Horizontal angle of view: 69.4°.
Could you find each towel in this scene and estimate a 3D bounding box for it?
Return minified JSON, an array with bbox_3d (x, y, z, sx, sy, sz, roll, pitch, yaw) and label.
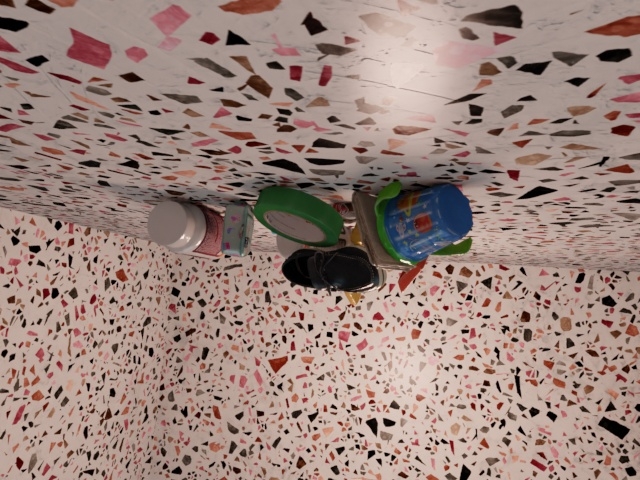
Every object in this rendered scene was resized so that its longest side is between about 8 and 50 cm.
[{"bbox_3d":[0.208,-0.028,1.527,0.187,0.282,0.049,10,145,-36],"label":"towel"}]

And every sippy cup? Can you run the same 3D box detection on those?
[{"bbox_3d":[0.331,-0.062,1.415,0.305,0.240,0.224,-5,169,-36],"label":"sippy cup"}]

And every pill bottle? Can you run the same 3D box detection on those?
[{"bbox_3d":[0.000,0.000,2.091,0.363,0.210,0.210,10,171,-39],"label":"pill bottle"},{"bbox_3d":[-0.565,-0.043,2.040,0.224,0.224,0.392,2,172,16],"label":"pill bottle"}]

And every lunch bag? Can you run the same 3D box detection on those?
[{"bbox_3d":[-0.338,-0.046,1.920,0.108,0.224,0.279,9,179,-4],"label":"lunch bag"}]

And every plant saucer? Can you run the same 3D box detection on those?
[{"bbox_3d":[0.437,0.079,2.106,0.048,0.258,0.259,28,145,3],"label":"plant saucer"}]

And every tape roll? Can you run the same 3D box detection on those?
[{"bbox_3d":[-0.079,-0.078,1.650,0.321,0.077,0.321,18,160,6],"label":"tape roll"}]

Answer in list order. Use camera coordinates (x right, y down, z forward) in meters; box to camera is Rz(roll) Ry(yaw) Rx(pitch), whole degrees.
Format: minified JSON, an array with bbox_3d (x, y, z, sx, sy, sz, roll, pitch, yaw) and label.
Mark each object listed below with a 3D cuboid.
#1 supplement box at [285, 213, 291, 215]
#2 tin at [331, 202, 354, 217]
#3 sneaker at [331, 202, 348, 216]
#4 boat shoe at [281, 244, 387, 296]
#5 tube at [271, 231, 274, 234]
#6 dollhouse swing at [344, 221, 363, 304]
[{"bbox_3d":[-0.173,-0.124,1.896,0.098,0.036,0.062,9,172,-37],"label":"supplement box"},{"bbox_3d":[0.114,-0.116,1.801,0.106,0.040,0.189,5,174,-44],"label":"tin"},{"bbox_3d":[0.074,-0.086,1.737,0.042,0.118,0.067,-3,174,-41],"label":"sneaker"},{"bbox_3d":[0.036,0.114,1.722,0.156,0.187,0.500,-22,-164,-39],"label":"boat shoe"},{"bbox_3d":[-0.155,-0.067,2.348,0.207,0.052,0.080,-6,180,28],"label":"tube"},{"bbox_3d":[0.266,0.095,1.945,0.315,0.305,0.347,-3,158,10],"label":"dollhouse swing"}]
